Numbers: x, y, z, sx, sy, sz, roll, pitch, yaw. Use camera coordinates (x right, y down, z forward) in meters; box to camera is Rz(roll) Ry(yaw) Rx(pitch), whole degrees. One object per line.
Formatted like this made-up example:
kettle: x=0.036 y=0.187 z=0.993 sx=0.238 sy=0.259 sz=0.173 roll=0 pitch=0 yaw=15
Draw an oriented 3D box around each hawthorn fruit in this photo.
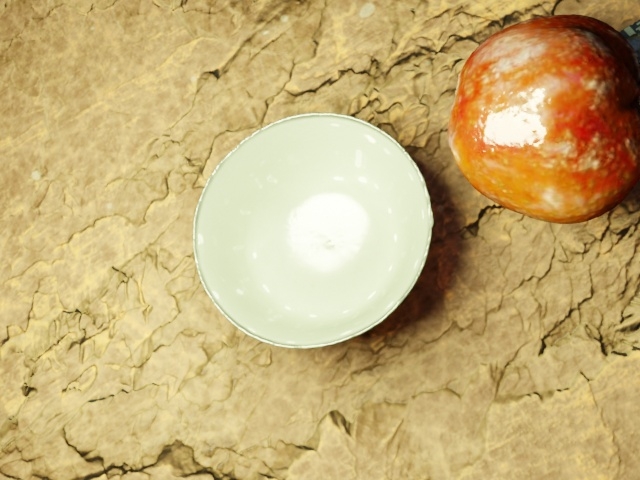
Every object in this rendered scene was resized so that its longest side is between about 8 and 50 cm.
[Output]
hawthorn fruit: x=0.314 y=-0.165 z=1.249 sx=0.284 sy=0.284 sz=0.285 roll=-4 pitch=74 yaw=12

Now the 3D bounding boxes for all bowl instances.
bowl: x=0.000 y=0.000 z=1.317 sx=0.337 sy=0.157 sz=0.337 roll=-3 pitch=73 yaw=11

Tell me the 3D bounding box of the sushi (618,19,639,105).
sushi: x=0.486 y=-0.230 z=1.326 sx=0.192 sy=0.050 sz=0.215 roll=-30 pitch=70 yaw=3
